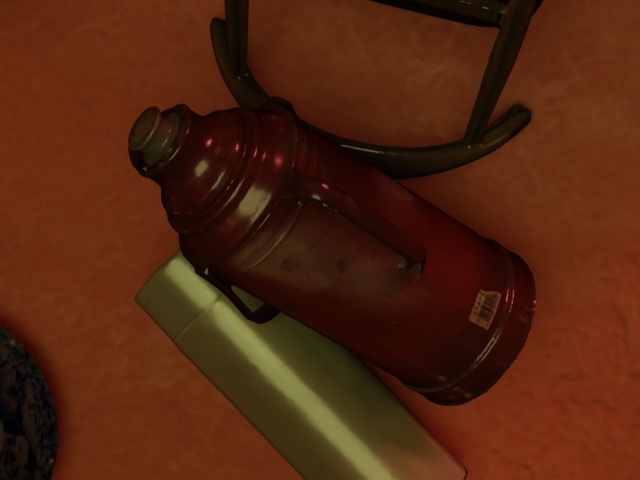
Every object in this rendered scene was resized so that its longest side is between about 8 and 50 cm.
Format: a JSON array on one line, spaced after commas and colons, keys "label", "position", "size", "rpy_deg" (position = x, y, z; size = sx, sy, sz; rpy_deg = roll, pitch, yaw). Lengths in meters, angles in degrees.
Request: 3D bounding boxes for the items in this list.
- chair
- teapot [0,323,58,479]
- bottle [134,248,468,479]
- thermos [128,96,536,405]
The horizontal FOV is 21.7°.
[{"label": "chair", "position": [0.044, -0.176, 0.854], "size": [0.188, 0.166, 0.272], "rpy_deg": [17, 143, 5]}, {"label": "teapot", "position": [-0.242, 0.115, 0.940], "size": [0.159, 0.159, 0.232], "rpy_deg": [-40, 91, 12]}, {"label": "bottle", "position": [-0.011, 0.081, 0.935], "size": [0.072, 0.072, 0.201], "rpy_deg": [-43, 90, 12]}, {"label": "thermos", "position": [0.002, -0.003, 0.848], "size": [0.232, 0.124, 0.099], "rpy_deg": [32, 75, -32]}]
